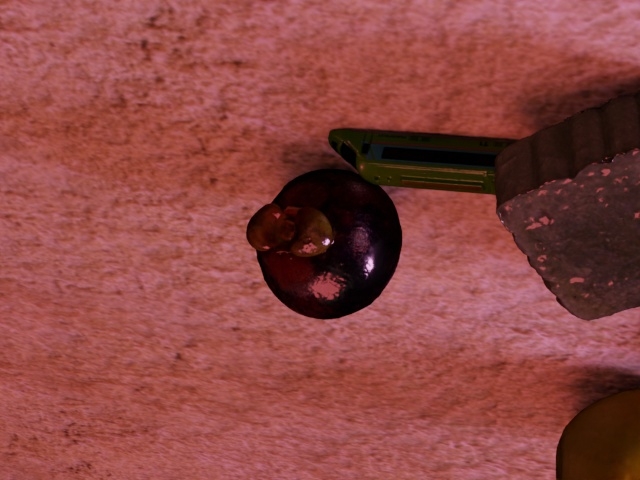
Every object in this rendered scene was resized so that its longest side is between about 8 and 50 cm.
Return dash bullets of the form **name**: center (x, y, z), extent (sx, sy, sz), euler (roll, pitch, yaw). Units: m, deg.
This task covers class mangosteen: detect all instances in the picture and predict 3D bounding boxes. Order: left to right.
- **mangosteen**: center (0.000, 0.000, 1.322), extent (0.152, 0.152, 0.152), euler (12, 152, 6)

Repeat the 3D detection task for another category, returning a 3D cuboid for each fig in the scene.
- **fig**: center (0.361, 0.276, 1.597), extent (0.207, 0.207, 0.230), euler (27, 149, -22)

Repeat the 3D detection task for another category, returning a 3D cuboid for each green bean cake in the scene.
- **green bean cake**: center (0.255, -0.033, 1.158), extent (0.183, 0.094, 0.185), euler (-20, 137, 25)

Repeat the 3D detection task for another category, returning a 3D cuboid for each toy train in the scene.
- **toy train**: center (0.103, -0.068, 1.260), extent (0.209, 0.042, 0.044), euler (5, 150, 18)
